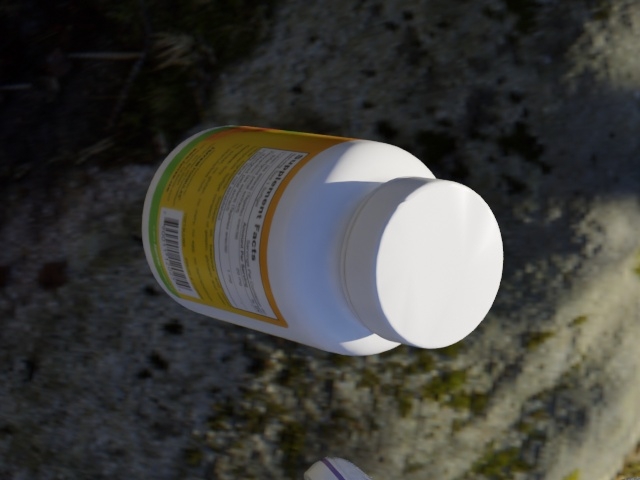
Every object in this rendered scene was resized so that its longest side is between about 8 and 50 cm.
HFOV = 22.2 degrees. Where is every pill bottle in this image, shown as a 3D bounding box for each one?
[{"bbox_3d":[0.000,0.000,1.059,0.136,0.246,0.136,-6,101,-35],"label":"pill bottle"}]

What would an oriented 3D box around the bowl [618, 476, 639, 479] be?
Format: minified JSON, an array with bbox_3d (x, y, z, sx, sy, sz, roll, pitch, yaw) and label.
[{"bbox_3d":[0.320,0.386,1.554,0.134,0.298,0.298,33,74,-34],"label":"bowl"}]

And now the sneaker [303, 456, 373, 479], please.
[{"bbox_3d":[0.127,0.254,1.405,0.282,0.102,0.161,42,75,1],"label":"sneaker"}]
